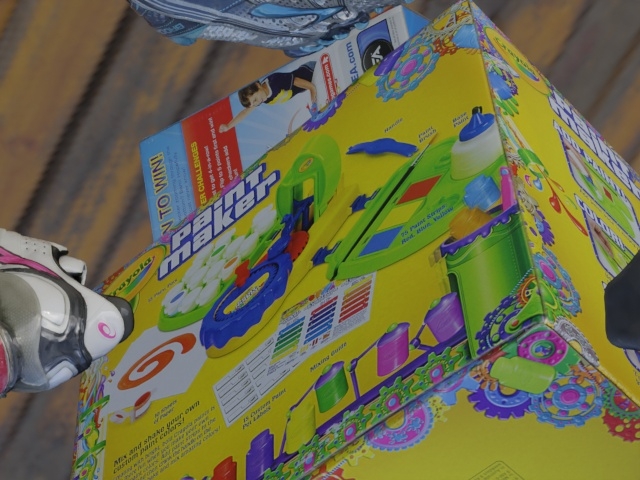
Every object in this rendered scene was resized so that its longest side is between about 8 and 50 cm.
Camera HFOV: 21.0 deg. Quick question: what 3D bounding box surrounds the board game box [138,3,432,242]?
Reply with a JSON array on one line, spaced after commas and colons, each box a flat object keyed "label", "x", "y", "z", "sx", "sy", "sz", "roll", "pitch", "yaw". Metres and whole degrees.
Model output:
[{"label": "board game box", "x": 0.000, "y": 0.000, "z": 1.496, "sx": 0.302, "sy": 0.308, "sz": 0.086, "roll": -24, "pitch": 154, "yaw": 30}]

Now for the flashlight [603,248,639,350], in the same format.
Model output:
[{"label": "flashlight", "x": 0.237, "y": 0.029, "z": 0.513, "sx": 0.304, "sy": 0.103, "sz": 0.103, "roll": 12, "pitch": 110, "yaw": -34}]

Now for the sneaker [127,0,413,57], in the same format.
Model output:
[{"label": "sneaker", "x": 0.001, "y": -0.174, "z": 1.057, "sx": 0.122, "sy": 0.283, "sz": 0.110, "roll": 58, "pitch": 43, "yaw": -47}]

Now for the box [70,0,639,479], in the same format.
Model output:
[{"label": "box", "x": 0.032, "y": 0.079, "z": 0.887, "sx": 0.290, "sy": 0.279, "sz": 0.177, "roll": -37, "pitch": 120, "yaw": 22}]

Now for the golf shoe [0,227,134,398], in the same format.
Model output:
[{"label": "golf shoe", "x": -0.151, "y": 0.028, "z": 0.782, "sx": 0.086, "sy": 0.186, "sz": 0.067, "roll": -13, "pitch": 112, "yaw": -28}]
